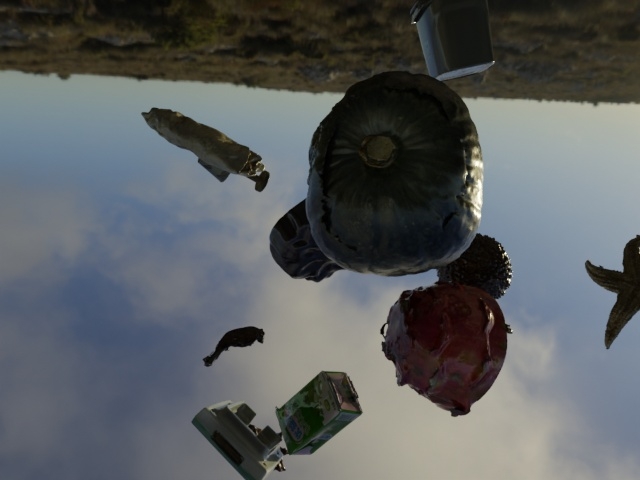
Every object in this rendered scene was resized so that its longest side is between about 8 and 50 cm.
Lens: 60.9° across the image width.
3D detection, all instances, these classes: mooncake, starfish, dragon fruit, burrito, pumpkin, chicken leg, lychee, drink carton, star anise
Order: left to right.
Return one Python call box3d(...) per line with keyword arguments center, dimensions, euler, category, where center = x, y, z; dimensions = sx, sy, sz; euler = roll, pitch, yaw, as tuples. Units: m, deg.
box3d(center=(-0.301, -0.254, 1.383), dimensions=(0.392, 0.076, 0.117), euler=(30, -151, 29), category="burrito")
box3d(center=(-0.327, 0.386, 2.026), dimensions=(0.253, 0.051, 0.106), euler=(-25, -134, -22), category="chicken leg")
box3d(center=(-0.201, 0.712, 1.901), dimensions=(0.212, 0.196, 0.111), euler=(41, -138, 25), category="star anise")
box3d(center=(-0.011, 0.535, 1.705), dimensions=(0.108, 0.271, 0.161), euler=(20, -147, -41), category="drink carton")
box3d(center=(0.000, 0.000, 1.535), dimensions=(0.283, 0.283, 0.141), euler=(-8, -133, -34), category="mooncake")
box3d(center=(0.116, -0.107, 0.889), dimensions=(0.291, 0.327, 0.257), euler=(-8, 172, 14), category="pumpkin")
box3d(center=(0.316, 0.275, 1.516), dimensions=(0.249, 0.371, 0.386), euler=(24, -134, -24), category="dragon fruit")
box3d(center=(0.528, 0.098, 1.870), dimensions=(0.267, 0.267, 0.267), euler=(3, -164, -1), category="lychee")
box3d(center=(0.669, 0.105, 1.132), dimensions=(0.236, 0.062, 0.277), euler=(18, -116, 25), category="starfish")

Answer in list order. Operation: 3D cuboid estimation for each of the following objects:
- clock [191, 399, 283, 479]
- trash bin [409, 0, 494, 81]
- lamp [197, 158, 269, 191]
box3d(center=(-0.230, 0.581, 1.615), dimensions=(0.262, 0.116, 0.231), euler=(40, 173, 14), category="clock")
box3d(center=(0.398, -0.618, 1.610), dimensions=(0.219, 0.250, 0.220), euler=(-13, -175, -1), category="trash bin")
box3d(center=(-0.267, -0.227, 1.686), dimensions=(0.215, 0.121, 0.121), euler=(24, -174, -27), category="lamp")
